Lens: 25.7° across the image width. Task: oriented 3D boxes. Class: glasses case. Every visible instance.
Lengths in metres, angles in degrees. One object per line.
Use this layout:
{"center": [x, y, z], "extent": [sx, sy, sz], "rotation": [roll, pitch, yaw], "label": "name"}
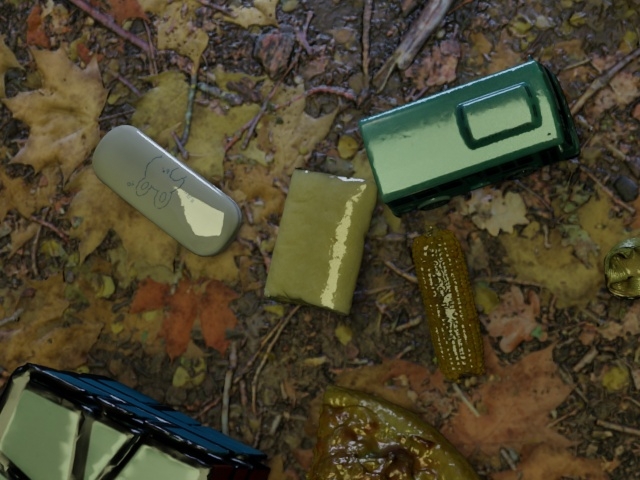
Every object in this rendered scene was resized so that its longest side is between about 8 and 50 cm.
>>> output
{"center": [-0.208, -0.067, 1.892], "extent": [0.233, 0.059, 0.092], "rotation": [38, 93, 16], "label": "glasses case"}

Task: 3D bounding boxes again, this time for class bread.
{"center": [-0.001, 0.000, 1.815], "extent": [0.139, 0.060, 0.178], "rotation": [8, 82, 41], "label": "bread"}

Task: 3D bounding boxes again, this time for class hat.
{"center": [0.393, 0.031, 1.737], "extent": [0.077, 0.059, 0.076], "rotation": [-1, 116, 23], "label": "hat"}

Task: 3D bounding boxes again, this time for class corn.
{"center": [0.163, 0.078, 1.779], "extent": [0.068, 0.068, 0.207], "rotation": [-15, 78, 11], "label": "corn"}

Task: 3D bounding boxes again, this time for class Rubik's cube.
{"center": [-0.261, 0.338, 1.731], "extent": [0.288, 0.283, 0.293], "rotation": [25, 85, 16], "label": "Rubik's cube"}

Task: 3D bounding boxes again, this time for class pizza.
{"center": [0.105, 0.296, 1.710], "extent": [0.258, 0.087, 0.268], "rotation": [8, 46, 7], "label": "pizza"}

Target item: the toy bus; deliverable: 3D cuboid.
{"center": [0.188, -0.129, 1.764], "extent": [0.256, 0.147, 0.128], "rotation": [-19, 79, 11], "label": "toy bus"}
